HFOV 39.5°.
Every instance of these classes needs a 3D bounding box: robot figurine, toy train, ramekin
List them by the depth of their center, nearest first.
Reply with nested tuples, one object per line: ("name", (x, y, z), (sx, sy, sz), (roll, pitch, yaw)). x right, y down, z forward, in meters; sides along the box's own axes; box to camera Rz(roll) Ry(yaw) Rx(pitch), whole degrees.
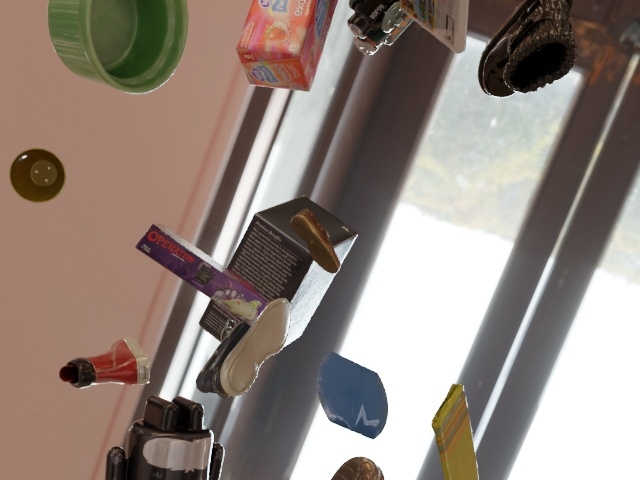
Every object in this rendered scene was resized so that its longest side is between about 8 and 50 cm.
("robot figurine", (-0.307, 0.451, 1.768), (0.209, 0.278, 0.173), (7, 179, 1))
("ramekin", (-0.439, -0.475, 1.925), (0.148, 0.303, 0.303), (13, -176, 31))
("toy train", (0.191, -0.581, 2.089), (0.142, 0.334, 0.190), (38, 171, 16))

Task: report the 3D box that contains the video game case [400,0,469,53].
("video game case", (0.222, -0.510, 1.751), (0.026, 0.227, 0.206), (-26, -130, -18))

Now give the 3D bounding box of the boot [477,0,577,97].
("boot", (0.459, -0.401, 2.035), (0.131, 0.348, 0.260), (18, -132, -7))

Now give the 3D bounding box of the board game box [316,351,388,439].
("board game box", (0.048, 0.277, 1.565), (0.169, 0.033, 0.133), (28, -131, -30))

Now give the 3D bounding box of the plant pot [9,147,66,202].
("plant pot", (-0.691, -0.164, 2.209), (0.134, 0.134, 0.095), (19, -175, -9))

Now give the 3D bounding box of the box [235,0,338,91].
("box", (-0.069, -0.504, 2.023), (0.154, 0.299, 0.142), (9, 156, 15))

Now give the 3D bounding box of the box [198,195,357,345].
("box", (-0.118, 0.108, 2.515), (0.212, 0.395, 0.293), (36, -156, 15))

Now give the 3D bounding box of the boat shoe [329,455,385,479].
("boat shoe", (0.029, 0.687, 2.199), (0.130, 0.355, 0.132), (42, -171, -46))

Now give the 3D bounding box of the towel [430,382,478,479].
("towel", (0.228, 0.359, 1.514), (0.021, 0.237, 0.102), (10, -140, 34))

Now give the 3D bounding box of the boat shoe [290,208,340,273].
("boat shoe", (0.000, 0.000, 2.185), (0.064, 0.060, 0.178), (-21, 108, 47))

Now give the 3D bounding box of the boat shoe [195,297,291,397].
("boat shoe", (-0.126, 0.180, 1.527), (0.079, 0.095, 0.254), (-6, -151, 28))

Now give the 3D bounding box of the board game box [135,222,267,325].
("board game box", (-0.195, 0.046, 1.453), (0.208, 0.056, 0.347), (39, 176, -8))

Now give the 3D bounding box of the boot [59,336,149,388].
("boot", (-0.482, 0.267, 1.939), (0.176, 0.088, 0.244), (-3, -176, -21))
